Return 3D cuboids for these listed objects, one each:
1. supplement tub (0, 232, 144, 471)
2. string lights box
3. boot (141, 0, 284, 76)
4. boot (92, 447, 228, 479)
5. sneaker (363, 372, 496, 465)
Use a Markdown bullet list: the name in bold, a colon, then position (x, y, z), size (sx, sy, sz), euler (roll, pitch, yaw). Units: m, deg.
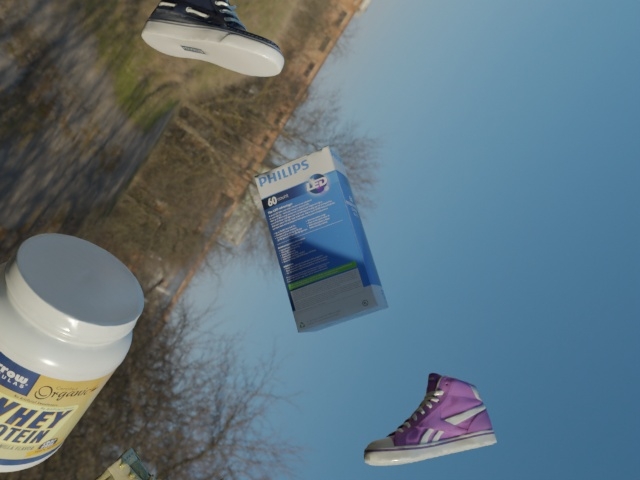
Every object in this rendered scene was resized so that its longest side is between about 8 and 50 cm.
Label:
- **supplement tub**: position (-0.431, 0.167, 0.963), size (0.316, 0.228, 0.228), euler (-51, -166, 20)
- **string lights box**: position (0.000, 0.000, 0.994), size (0.133, 0.260, 0.077), euler (-20, 167, 16)
- **boot**: position (-0.118, -0.255, 0.746), size (0.069, 0.190, 0.086), euler (50, 61, -69)
- **boot**: position (-0.324, 0.499, 1.275), size (0.262, 0.203, 0.095), euler (-35, 172, 7)
- **sneaker**: position (0.201, 0.351, 1.264), size (0.102, 0.282, 0.161), euler (133, -52, -59)
